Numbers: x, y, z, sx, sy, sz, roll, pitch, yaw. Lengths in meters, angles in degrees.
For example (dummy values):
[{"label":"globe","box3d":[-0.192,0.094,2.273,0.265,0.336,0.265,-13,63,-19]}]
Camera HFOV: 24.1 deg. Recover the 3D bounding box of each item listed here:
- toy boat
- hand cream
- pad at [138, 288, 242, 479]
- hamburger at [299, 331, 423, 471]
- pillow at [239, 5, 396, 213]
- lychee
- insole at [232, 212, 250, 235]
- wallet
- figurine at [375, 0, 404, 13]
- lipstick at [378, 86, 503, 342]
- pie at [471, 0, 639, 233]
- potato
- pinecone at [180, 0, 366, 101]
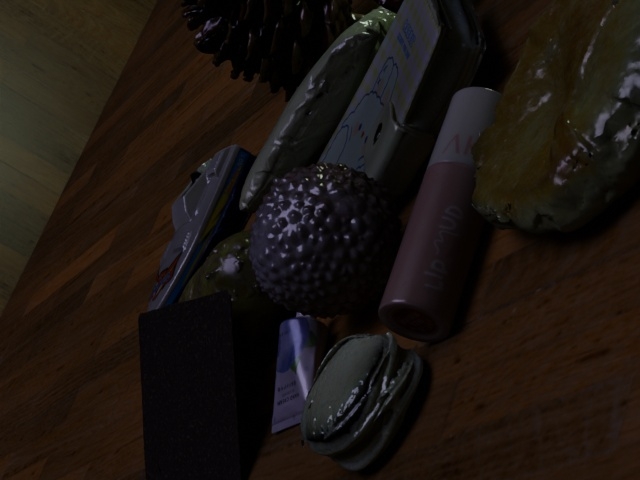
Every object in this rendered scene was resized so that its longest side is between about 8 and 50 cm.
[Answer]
[{"label":"toy boat","box3d":[-0.186,-0.003,2.176,0.129,0.088,0.295,-30,33,58]},{"label":"hand cream","box3d":[-0.024,0.131,1.610,0.084,0.053,0.142,-31,43,54]},{"label":"pad","box3d":[-0.159,0.180,1.772,0.330,0.004,0.220,164,104,-64]},{"label":"hamburger","box3d":[0.036,0.146,1.395,0.133,0.062,0.140,-59,16,-5]},{"label":"pillow","box3d":[0.008,-0.171,1.920,0.280,0.076,0.274,-54,0,19]},{"label":"lychee","box3d":[0.000,0.000,1.564,0.197,0.165,0.165,3,61,47]},{"label":"insole","box3d":[-0.111,-0.027,2.159,0.045,0.002,0.135,-23,39,63]},{"label":"wallet","box3d":[0.077,-0.137,1.699,0.309,0.077,0.223,-61,20,24]},{"label":"figurine","box3d":[0.172,-0.446,1.778,0.365,0.218,0.206,-54,54,23]},{"label":"lipstick","box3d":[0.124,-0.028,1.429,0.070,0.070,0.254,-32,32,55]},{"label":"pie","box3d":[0.230,-0.128,1.311,0.306,0.071,0.306,-54,17,25]},{"label":"potato","box3d":[-0.107,0.080,1.806,0.251,0.113,0.149,122,154,-46]},{"label":"pinecone","box3d":[-0.059,-0.330,2.125,0.243,0.257,0.243,-56,2,3]}]
